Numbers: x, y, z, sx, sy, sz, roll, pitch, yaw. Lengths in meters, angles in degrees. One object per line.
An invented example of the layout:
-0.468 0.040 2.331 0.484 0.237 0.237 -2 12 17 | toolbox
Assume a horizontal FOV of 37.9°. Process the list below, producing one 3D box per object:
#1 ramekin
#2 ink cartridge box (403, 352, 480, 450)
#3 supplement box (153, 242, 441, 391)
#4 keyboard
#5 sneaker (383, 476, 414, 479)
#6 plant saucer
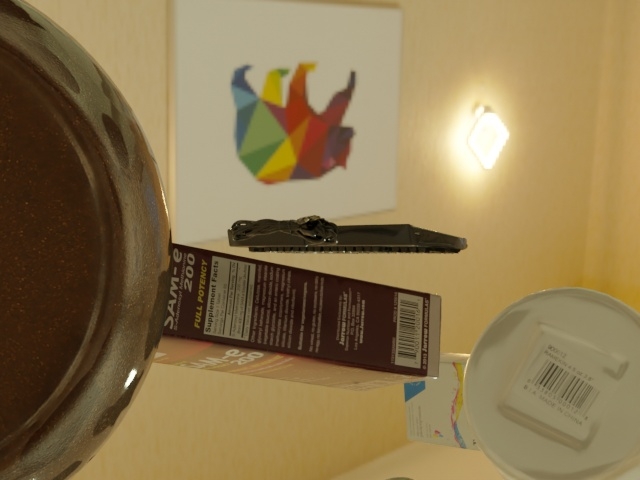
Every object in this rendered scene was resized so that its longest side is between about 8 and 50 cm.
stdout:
0.308 0.191 1.136 0.277 0.277 0.135 10 163 33 | ramekin
0.240 0.247 1.430 0.231 0.134 0.078 -3 -178 44 | ink cartridge box
-0.037 0.068 0.749 0.239 0.073 0.130 12 162 -24 | supplement box
0.000 0.000 1.103 0.201 0.033 0.317 12 171 -42 | keyboard
0.101 0.310 0.820 0.103 0.111 0.252 -4 -144 -44 | sneaker
-0.218 0.006 0.443 0.310 0.311 0.050 -3 178 -23 | plant saucer
